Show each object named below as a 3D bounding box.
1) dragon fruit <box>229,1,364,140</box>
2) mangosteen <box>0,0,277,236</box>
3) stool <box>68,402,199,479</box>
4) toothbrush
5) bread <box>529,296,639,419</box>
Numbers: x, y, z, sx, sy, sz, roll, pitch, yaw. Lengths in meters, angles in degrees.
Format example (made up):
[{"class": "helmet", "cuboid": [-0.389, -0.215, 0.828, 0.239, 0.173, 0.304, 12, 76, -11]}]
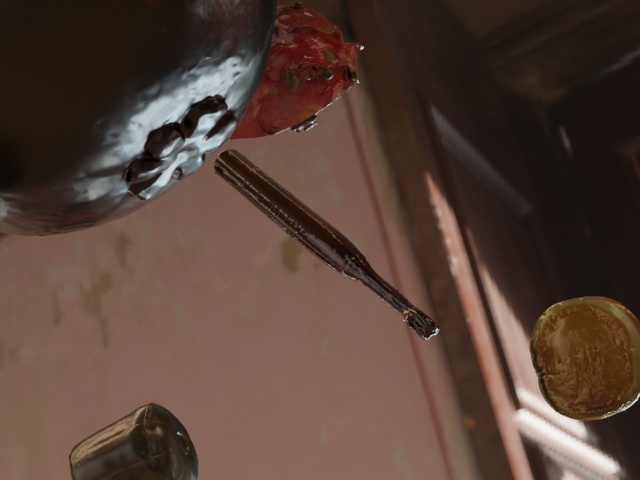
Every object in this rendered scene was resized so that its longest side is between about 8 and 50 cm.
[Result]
[{"class": "dragon fruit", "cuboid": [-0.065, -0.234, 1.822, 0.274, 0.161, 0.126, -20, 133, -2]}, {"class": "mangosteen", "cuboid": [-0.181, -0.154, 0.847, 0.297, 0.313, 0.297, -24, 132, -29]}, {"class": "stool", "cuboid": [-0.176, 0.212, 1.241, 0.110, 0.096, 0.096, -24, 151, 9]}, {"class": "toothbrush", "cuboid": [0.001, -0.001, 1.375, 0.041, 0.364, 0.041, -25, 134, -28]}, {"class": "bread", "cuboid": [0.231, 0.101, 1.141, 0.110, 0.110, 0.024, -27, 169, 23]}]
